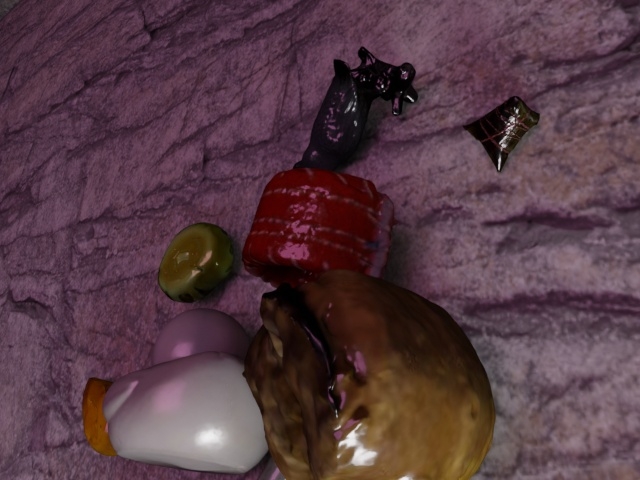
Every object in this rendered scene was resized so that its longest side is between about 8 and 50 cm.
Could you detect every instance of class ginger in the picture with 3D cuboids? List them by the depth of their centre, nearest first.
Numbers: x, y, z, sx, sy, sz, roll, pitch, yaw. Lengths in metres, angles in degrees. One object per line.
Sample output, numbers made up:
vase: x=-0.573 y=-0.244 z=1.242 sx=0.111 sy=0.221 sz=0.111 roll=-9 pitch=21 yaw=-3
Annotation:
ginger: x=0.057 y=0.138 z=0.453 sx=0.269 sy=0.223 sz=0.200 roll=121 pitch=135 yaw=-55

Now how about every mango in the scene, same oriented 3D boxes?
mango: x=-0.347 y=0.283 z=0.806 sx=0.188 sy=0.066 sz=0.101 roll=20 pitch=91 yaw=45

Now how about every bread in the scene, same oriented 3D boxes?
bread: x=-0.199 y=0.037 z=0.800 sx=0.130 sy=0.071 sz=0.139 roll=26 pitch=85 yaw=38

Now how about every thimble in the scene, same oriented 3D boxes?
thimble: x=-0.006 y=-0.001 z=0.604 sx=0.190 sy=0.163 sz=0.124 roll=-18 pitch=52 yaw=64

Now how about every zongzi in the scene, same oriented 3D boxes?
zongzi: x=0.206 y=-0.135 z=0.590 sx=0.073 sy=0.067 sz=0.083 roll=42 pitch=115 yaw=34

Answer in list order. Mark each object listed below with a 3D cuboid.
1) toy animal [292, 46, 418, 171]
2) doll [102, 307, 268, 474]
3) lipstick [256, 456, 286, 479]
toy animal: x=0.031 y=-0.172 z=0.696 sx=0.121 sy=0.117 sz=0.210 roll=39 pitch=93 yaw=34
doll: x=-0.151 y=0.180 z=0.630 sx=0.251 sy=0.221 sz=0.221 roll=135 pitch=139 yaw=-57
lipstick: x=-0.066 y=0.309 z=0.592 sx=0.057 sy=0.063 sz=0.186 roll=27 pitch=81 yaw=40
